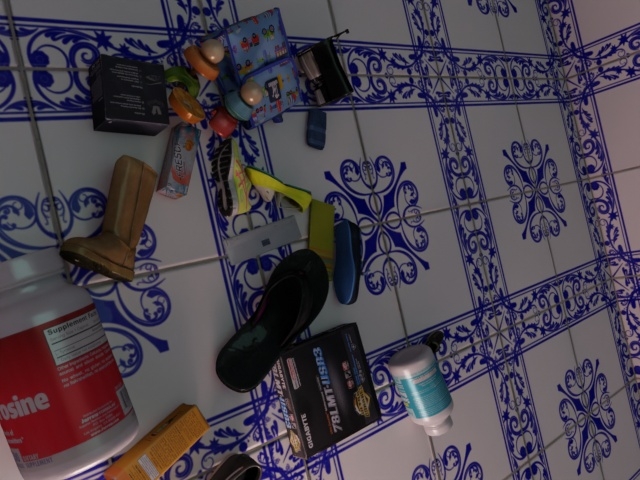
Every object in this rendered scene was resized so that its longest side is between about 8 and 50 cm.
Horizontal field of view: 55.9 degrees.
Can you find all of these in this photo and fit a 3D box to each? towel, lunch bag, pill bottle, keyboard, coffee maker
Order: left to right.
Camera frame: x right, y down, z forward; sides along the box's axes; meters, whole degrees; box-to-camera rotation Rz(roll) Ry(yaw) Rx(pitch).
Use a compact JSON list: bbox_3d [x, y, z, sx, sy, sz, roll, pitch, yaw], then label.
[{"bbox_3d":[-0.527,0.231,1.168,0.229,0.229,0.407,-23,96,-40],"label":"pill bottle"},{"bbox_3d":[-0.177,-0.461,1.684,0.221,0.138,0.293,-41,120,-38],"label":"lunch bag"},{"bbox_3d":[-0.155,-0.004,1.667,0.256,0.014,0.072,-22,101,-40],"label":"keyboard"},{"bbox_3d":[-0.014,-0.339,1.838,0.067,0.029,0.119,15,73,-37],"label":"towel"},{"bbox_3d":[0.000,0.000,1.790,0.102,0.021,0.237,16,70,-42],"label":"towel"},{"bbox_3d":[0.033,-0.512,1.820,0.178,0.171,0.120,63,34,-13],"label":"coffee maker"},{"bbox_3d":[0.322,0.469,1.878,0.146,0.146,0.264,-30,100,-39],"label":"pill bottle"}]

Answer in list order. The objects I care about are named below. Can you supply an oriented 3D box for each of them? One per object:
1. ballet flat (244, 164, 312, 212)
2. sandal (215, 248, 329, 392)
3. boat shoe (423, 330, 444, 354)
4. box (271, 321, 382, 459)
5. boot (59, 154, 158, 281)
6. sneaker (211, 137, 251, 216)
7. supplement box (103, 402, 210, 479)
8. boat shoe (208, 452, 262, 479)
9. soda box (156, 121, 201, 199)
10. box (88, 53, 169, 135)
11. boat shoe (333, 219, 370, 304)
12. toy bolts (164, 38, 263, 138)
[{"bbox_3d":[-0.120,-0.136,1.685,0.231,0.077,0.077,22,84,-37],"label":"ballet flat"},{"bbox_3d":[-0.102,0.193,1.567,0.167,0.107,0.445,30,59,4],"label":"sandal"},{"bbox_3d":[0.374,0.352,2.008,0.152,0.049,0.056,-38,105,-38],"label":"boat shoe"},{"bbox_3d":[0.017,0.410,1.689,0.293,0.073,0.295,-14,89,-41],"label":"box"},{"bbox_3d":[-0.461,-0.063,1.331,0.236,0.089,0.269,61,36,-71],"label":"boot"},{"bbox_3d":[-0.228,-0.166,1.602,0.094,0.081,0.208,-3,89,-47],"label":"sneaker"},{"bbox_3d":[-0.362,0.470,1.355,0.233,0.078,0.080,-42,108,-36],"label":"supplement box"},{"bbox_3d":[-0.255,0.644,1.394,0.112,0.095,0.335,53,53,-24],"label":"boat shoe"},{"bbox_3d":[-0.353,-0.199,1.506,0.058,0.063,0.183,21,68,-36],"label":"soda box"},{"bbox_3d":[-0.454,-0.340,1.430,0.156,0.093,0.158,-2,81,-40],"label":"box"},{"bbox_3d":[0.102,0.066,1.805,0.089,0.109,0.258,15,74,-40],"label":"boat shoe"},{"bbox_3d":[-0.256,-0.374,1.516,0.228,0.158,0.218,38,23,-32],"label":"toy bolts"}]
